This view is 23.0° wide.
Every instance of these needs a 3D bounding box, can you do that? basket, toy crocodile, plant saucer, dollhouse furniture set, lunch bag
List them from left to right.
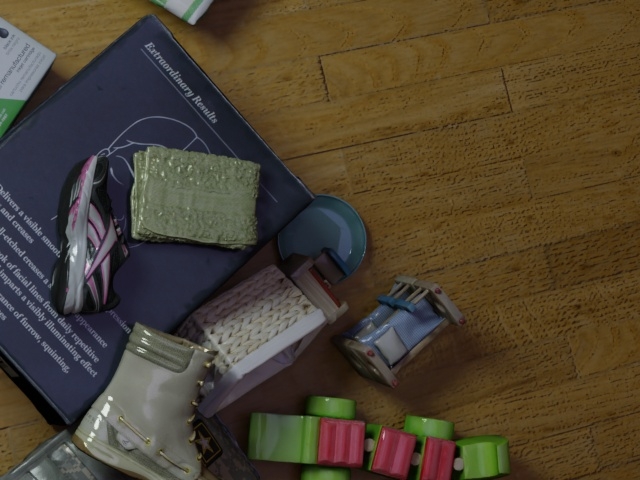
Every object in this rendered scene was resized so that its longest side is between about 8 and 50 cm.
[{"bbox_3d":[-0.216,0.300,1.869,0.287,0.169,0.235,-38,91,-24],"label":"lunch bag"},{"bbox_3d":[-0.094,0.118,1.905,0.167,0.113,0.103,-30,75,-42],"label":"basket"},{"bbox_3d":[0.000,0.000,2.035,0.119,0.021,0.119,2,84,-15],"label":"plant saucer"},{"bbox_3d":[0.061,0.070,1.970,0.129,0.129,0.183,-43,106,-12],"label":"dollhouse furniture set"},{"bbox_3d":[0.074,0.265,1.984,0.341,0.105,0.115,12,81,-14],"label":"toy crocodile"}]

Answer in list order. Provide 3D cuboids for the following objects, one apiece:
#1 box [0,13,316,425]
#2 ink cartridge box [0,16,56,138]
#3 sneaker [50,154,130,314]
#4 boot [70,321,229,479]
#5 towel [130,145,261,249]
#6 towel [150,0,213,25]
[{"bbox_3d":[-0.261,-0.020,1.864,0.395,0.212,0.293,-43,96,-15],"label":"box"},{"bbox_3d":[-0.448,-0.215,1.896,0.208,0.087,0.153,33,76,-9],"label":"ink cartridge box"},{"bbox_3d":[-0.246,-0.004,1.730,0.077,0.072,0.178,8,90,-27],"label":"sneaker"},{"bbox_3d":[-0.149,0.199,1.754,0.213,0.077,0.165,29,85,-21],"label":"boot"},{"bbox_3d":[-0.141,-0.048,1.778,0.148,0.027,0.110,5,82,-15],"label":"towel"},{"bbox_3d":[-0.216,-0.449,1.947,0.325,0.038,0.248,38,78,-9],"label":"towel"}]
